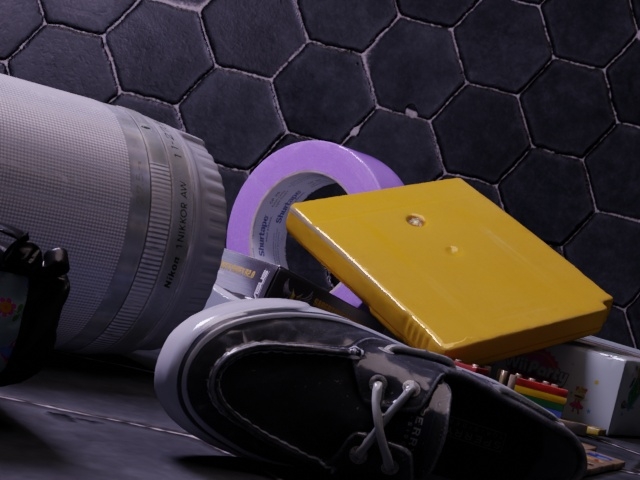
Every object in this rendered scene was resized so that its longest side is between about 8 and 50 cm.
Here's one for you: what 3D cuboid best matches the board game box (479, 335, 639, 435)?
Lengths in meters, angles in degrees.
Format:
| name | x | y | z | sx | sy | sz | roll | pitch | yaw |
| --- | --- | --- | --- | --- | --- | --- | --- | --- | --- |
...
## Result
| name | x | y | z | sx | sy | sz | roll | pitch | yaw |
| --- | --- | --- | --- | --- | --- | --- | --- | --- | --- |
| board game box | 0.350 | 0.178 | 1.561 | 0.224 | 0.097 | 0.303 | 14 | 1 | 41 |

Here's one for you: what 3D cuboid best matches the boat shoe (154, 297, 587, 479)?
| name | x | y | z | sx | sy | sz | roll | pitch | yaw |
| --- | --- | --- | --- | --- | --- | --- | --- | --- | --- |
| boat shoe | 0.043 | 0.115 | 0.789 | 0.301 | 0.108 | 0.102 | 21 | -4 | -27 |

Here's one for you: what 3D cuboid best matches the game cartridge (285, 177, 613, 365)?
| name | x | y | z | sx | sy | sz | roll | pitch | yaw |
| --- | --- | --- | --- | --- | --- | --- | --- | --- | --- |
| game cartridge | 0.158 | 0.034 | 1.490 | 0.285 | 0.053 | 0.324 | -10 | 38 | -33 |

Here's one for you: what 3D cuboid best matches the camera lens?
| name | x | y | z | sx | sy | sz | roll | pitch | yaw |
| --- | --- | --- | --- | --- | --- | --- | --- | --- | --- |
| camera lens | -0.246 | -0.020 | 1.023 | 0.274 | 0.219 | 0.219 | 13 | 1 | -39 |

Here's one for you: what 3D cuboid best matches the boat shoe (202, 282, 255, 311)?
| name | x | y | z | sx | sy | sz | roll | pitch | yaw |
| --- | --- | --- | --- | --- | --- | --- | --- | --- | --- |
| boat shoe | -0.093 | 0.089 | 1.301 | 0.228 | 0.080 | 0.076 | 12 | -15 | 36 |

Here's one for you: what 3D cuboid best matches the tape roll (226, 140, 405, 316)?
| name | x | y | z | sx | sy | sz | roll | pitch | yaw |
| --- | --- | --- | --- | --- | --- | --- | --- | --- | --- |
| tape roll | 0.000 | 0.000 | 1.729 | 0.275 | 0.275 | 0.090 | 14 | 0 | 34 |

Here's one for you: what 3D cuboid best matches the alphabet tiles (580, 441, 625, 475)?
| name | x | y | z | sx | sy | sz | roll | pitch | yaw |
| --- | --- | --- | --- | --- | --- | --- | --- | --- | --- |
| alphabet tiles | 0.169 | 0.185 | 1.137 | 0.198 | 0.009 | 0.237 | 13 | 0 | 29 |

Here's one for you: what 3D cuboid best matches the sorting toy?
| name | x | y | z | sx | sy | sz | roll | pitch | yaw |
| --- | --- | --- | --- | --- | --- | --- | --- | --- | --- |
| sorting toy | 0.202 | 0.164 | 1.290 | 0.274 | 0.046 | 0.132 | 17 | -3 | -42 |

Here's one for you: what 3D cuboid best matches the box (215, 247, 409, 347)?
| name | x | y | z | sx | sy | sz | roll | pitch | yaw |
| --- | --- | --- | --- | --- | --- | --- | --- | --- | --- |
| box | -0.027 | 0.083 | 1.456 | 0.231 | 0.056 | 0.183 | 31 | -9 | -35 |

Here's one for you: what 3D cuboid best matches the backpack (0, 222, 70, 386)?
| name | x | y | z | sx | sy | sz | roll | pitch | yaw |
| --- | --- | --- | --- | --- | --- | --- | --- | --- | --- |
| backpack | -0.258 | 0.035 | 0.713 | 0.182 | 0.115 | 0.152 | 12 | -10 | -35 |
